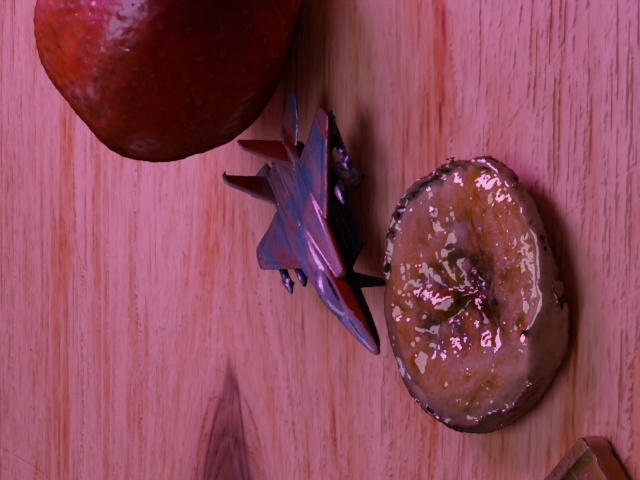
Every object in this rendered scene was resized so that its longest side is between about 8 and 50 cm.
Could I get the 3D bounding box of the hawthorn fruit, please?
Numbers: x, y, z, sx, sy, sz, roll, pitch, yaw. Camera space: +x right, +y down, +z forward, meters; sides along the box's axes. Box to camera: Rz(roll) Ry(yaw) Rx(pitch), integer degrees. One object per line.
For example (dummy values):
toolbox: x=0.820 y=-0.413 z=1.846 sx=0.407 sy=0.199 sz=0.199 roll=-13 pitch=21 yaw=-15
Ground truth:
hawthorn fruit: x=-0.143 y=-0.256 z=2.111 sx=0.369 sy=0.285 sz=0.284 roll=-40 pitch=59 yaw=47

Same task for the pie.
pie: x=0.144 y=0.051 z=1.880 sx=0.274 sy=0.055 sz=0.274 roll=5 pitch=96 yaw=57

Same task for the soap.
soap: x=0.212 y=0.285 z=1.803 sx=0.252 sy=0.037 sz=0.092 roll=-56 pitch=48 yaw=41

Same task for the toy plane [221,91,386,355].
toy plane: x=0.006 y=-0.001 z=2.052 sx=0.326 sy=0.104 sz=0.223 roll=56 pitch=136 yaw=34
